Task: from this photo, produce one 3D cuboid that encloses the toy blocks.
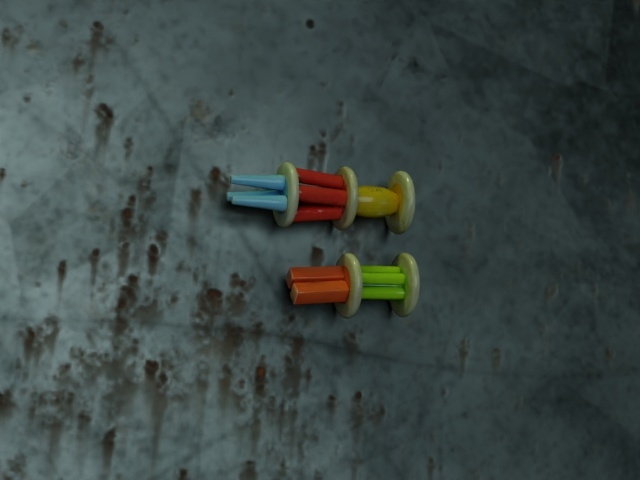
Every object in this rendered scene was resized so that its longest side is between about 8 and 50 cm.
[{"bbox_3d":[0.000,0.000,0.814,0.148,0.054,0.123,3,77,-20],"label":"toy blocks"}]
